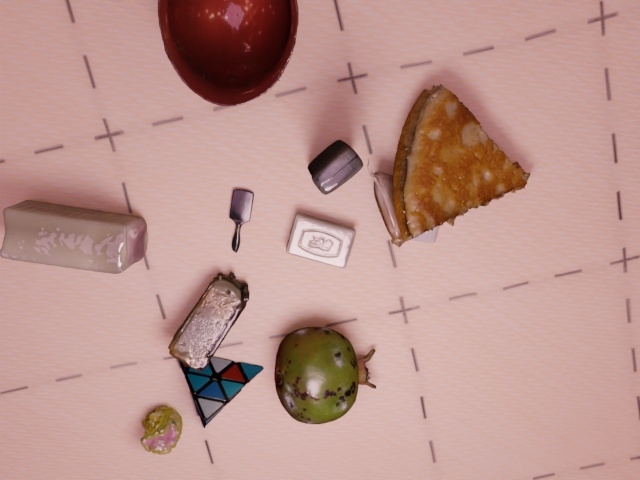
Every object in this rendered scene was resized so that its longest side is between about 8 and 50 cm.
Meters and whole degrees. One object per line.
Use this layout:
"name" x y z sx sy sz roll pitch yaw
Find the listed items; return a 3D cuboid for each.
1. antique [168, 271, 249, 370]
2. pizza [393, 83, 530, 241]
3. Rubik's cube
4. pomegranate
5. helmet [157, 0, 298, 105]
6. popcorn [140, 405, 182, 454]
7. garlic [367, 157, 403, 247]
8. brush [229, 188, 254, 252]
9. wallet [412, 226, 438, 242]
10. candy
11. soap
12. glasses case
"antique" -0.322 0.228 1.980 0.125 0.150 0.284 34 94 -9
"pizza" 0.392 -0.183 1.874 0.406 0.130 0.439 12 87 -19
"Rubik's cube" -0.347 0.447 1.983 0.284 0.234 0.250 -41 102 10
"pomegranate" 0.023 0.399 1.960 0.324 0.291 0.290 11 105 -5
"helmet" -0.221 -0.559 1.704 0.338 0.230 0.384 0 115 0
"popcorn" -0.493 0.589 2.078 0.126 0.126 0.145 6 78 -18
"garlic" 0.190 -0.128 1.879 0.129 0.148 0.266 -33 104 -7
"brush" -0.238 -0.055 1.956 0.063 0.016 0.193 10 105 -4
"wallet" 0.309 -0.087 1.956 0.095 0.033 0.189 8 106 -5
"candy" -0.680 -0.012 1.860 0.359 0.208 0.144 8 99 -3
"soap" 0.000 0.000 1.955 0.183 0.064 0.121 15 102 -7
"glasses case" 0.035 -0.198 1.764 0.131 0.323 0.074 -38 102 5
